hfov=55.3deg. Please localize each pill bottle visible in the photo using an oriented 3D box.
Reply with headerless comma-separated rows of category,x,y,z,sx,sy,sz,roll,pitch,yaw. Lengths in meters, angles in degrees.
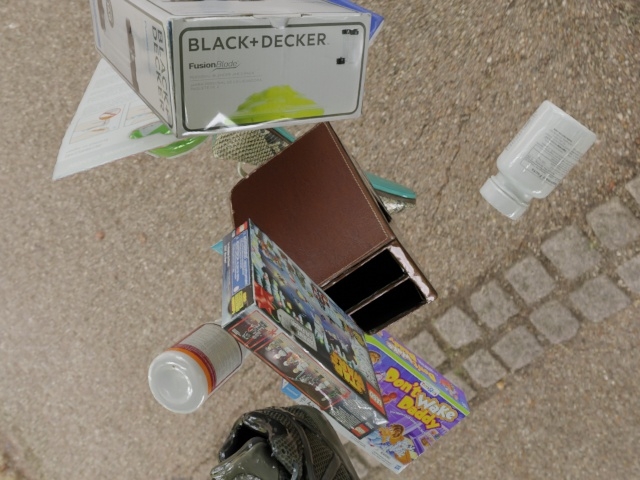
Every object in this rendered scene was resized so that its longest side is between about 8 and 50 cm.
pill bottle,0.444,-0.161,1.271,0.131,0.131,0.229,36,112,-1
pill bottle,-0.220,0.229,1.179,0.121,0.221,0.121,5,106,19

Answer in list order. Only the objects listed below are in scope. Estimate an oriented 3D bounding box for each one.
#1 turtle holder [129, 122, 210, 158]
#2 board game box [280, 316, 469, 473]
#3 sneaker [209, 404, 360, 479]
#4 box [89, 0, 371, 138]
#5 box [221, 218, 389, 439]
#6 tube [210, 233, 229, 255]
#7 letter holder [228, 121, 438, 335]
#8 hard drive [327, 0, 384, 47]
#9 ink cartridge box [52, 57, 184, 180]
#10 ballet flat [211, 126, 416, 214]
turtle holder,-0.354,-0.350,1.507,0.243,0.321,0.227,23,169,-5
board game box,0.120,0.334,1.355,0.347,0.078,0.233,38,108,-13
sneaker,-0.002,0.209,0.431,0.087,0.130,0.227,-50,53,13
box,-0.102,-0.190,0.565,0.290,0.169,0.087,42,136,48
box,-0.011,0.059,0.406,0.027,0.094,0.137,-35,121,14
tube,-0.167,0.053,1.499,0.080,0.052,0.207,-33,125,30
letter holder,0.000,0.000,0.920,0.214,0.302,0.152,-33,133,9
hard drive,-0.035,-0.523,1.476,0.318,0.210,0.040,29,162,8
ink cartridge box,-0.176,-0.197,0.853,0.308,0.385,0.091,-17,128,3
ballet flat,-0.022,-0.133,1.376,0.482,0.164,0.182,25,104,-17
